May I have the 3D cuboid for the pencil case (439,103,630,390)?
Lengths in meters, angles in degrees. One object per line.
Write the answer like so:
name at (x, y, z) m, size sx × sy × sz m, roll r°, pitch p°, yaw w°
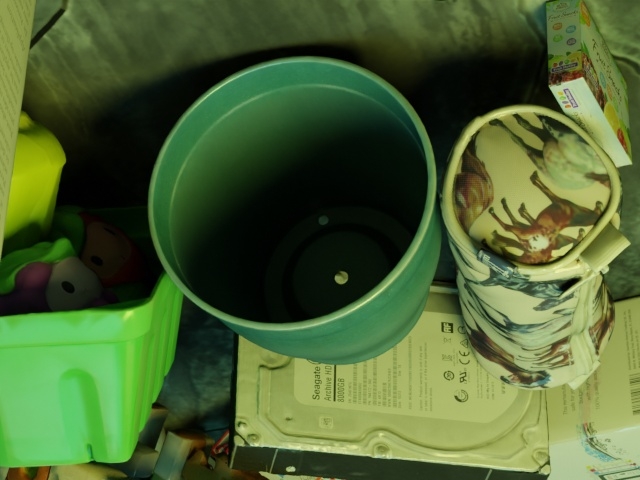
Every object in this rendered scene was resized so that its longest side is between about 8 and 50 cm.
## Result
pencil case at (0.213, 0.025, 1.931) m, size 0.160 × 0.183 × 0.410 m, roll -31°, pitch 159°, yaw -5°

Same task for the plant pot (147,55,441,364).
plant pot at (0.000, 0.000, 1.907) m, size 0.271 × 0.272 × 0.255 m, roll -7°, pitch 156°, yaw 11°

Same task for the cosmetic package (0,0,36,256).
cosmetic package at (-0.345, -0.125, 1.557) m, size 0.161 × 0.453 × 0.230 m, roll -5°, pitch 143°, yaw 7°

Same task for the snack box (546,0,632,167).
snack box at (0.249, -0.144, 1.819) m, size 0.037 × 0.100 × 0.141 m, roll -14°, pitch 142°, yaw 21°

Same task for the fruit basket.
fruit basket at (-0.277, -0.001, 1.893) m, size 0.282 × 0.392 × 0.392 m, roll -3°, pitch 144°, yaw 5°

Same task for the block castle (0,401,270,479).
block castle at (-0.270, 0.282, 2.093) m, size 0.453 × 0.213 × 0.303 m, roll 27°, pitch -169°, yaw 38°

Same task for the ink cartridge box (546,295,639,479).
ink cartridge box at (0.337, 0.183, 2.213) m, size 0.232 × 0.171 × 0.168 m, roll -13°, pitch 142°, yaw 19°

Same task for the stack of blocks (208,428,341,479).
stack of blocks at (0.006, 0.305, 2.395) m, size 0.297 × 0.087 × 0.171 m, roll 34°, pitch 100°, yaw -38°

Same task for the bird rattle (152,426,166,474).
bird rattle at (-0.270, 0.248, 2.399) m, size 0.253 × 0.143 × 0.207 m, roll 4°, pitch 135°, yaw 18°

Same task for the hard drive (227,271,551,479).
hard drive at (0.073, 0.146, 2.113) m, size 0.338 × 0.237 × 0.064 m, roll 6°, pitch 143°, yaw -6°
